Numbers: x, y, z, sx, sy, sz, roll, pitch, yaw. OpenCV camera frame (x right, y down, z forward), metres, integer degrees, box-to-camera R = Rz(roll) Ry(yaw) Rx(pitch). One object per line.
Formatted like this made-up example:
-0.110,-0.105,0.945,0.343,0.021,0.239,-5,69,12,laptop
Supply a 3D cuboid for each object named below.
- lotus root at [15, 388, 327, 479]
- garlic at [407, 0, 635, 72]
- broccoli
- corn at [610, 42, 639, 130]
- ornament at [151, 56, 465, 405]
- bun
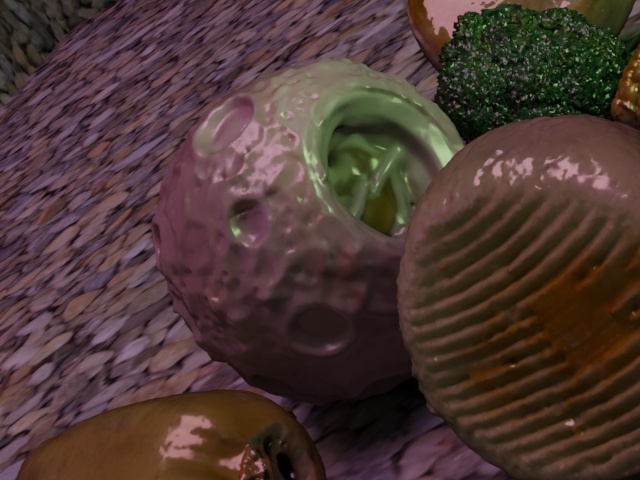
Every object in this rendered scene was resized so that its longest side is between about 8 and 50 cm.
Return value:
-0.133,0.202,1.260,0.342,0.151,0.169,-21,37,44,lotus root
0.193,-0.214,1.617,0.245,0.164,0.145,-15,12,39,garlic
0.173,-0.114,1.431,0.195,0.195,0.156,-53,4,-37,broccoli
0.328,-0.178,1.339,0.292,0.101,0.101,-47,20,-12,corn
0.000,0.000,1.335,0.225,0.259,0.259,-41,10,48,ornament
0.164,0.039,1.039,0.244,0.244,0.153,-21,4,42,bun
